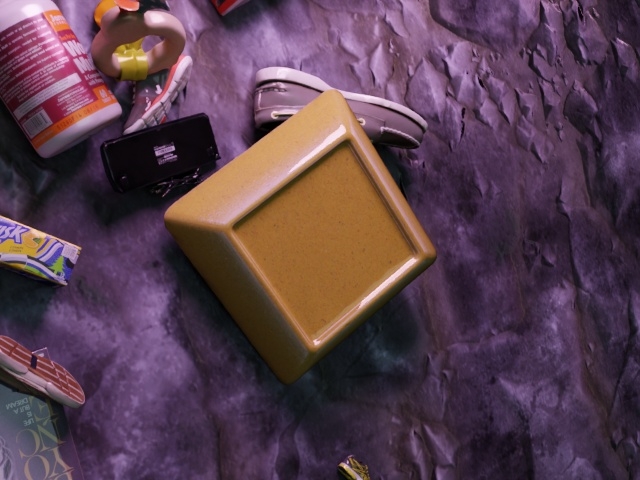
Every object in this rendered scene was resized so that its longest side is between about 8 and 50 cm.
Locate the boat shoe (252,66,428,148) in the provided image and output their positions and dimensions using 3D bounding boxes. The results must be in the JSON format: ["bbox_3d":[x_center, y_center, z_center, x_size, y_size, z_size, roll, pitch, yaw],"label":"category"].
[{"bbox_3d":[0.033,-0.187,1.200,0.305,0.109,0.091,13,77,-25],"label":"boat shoe"}]

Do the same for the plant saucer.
[{"bbox_3d":[0.000,0.000,1.102,0.332,0.081,0.333,-39,110,-16],"label":"plant saucer"}]

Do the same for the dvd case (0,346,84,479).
[{"bbox_3d":[-0.385,0.261,0.913,0.164,0.018,0.221,-16,92,-34],"label":"dvd case"}]

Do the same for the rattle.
[{"bbox_3d":[-0.244,-0.300,0.957,0.130,0.200,0.143,-5,75,-2],"label":"rattle"}]

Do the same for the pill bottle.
[{"bbox_3d":[-0.357,-0.224,0.940,0.121,0.121,0.221,-38,104,-31],"label":"pill bottle"}]

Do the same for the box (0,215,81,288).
[{"bbox_3d":[-0.388,0.004,0.923,0.169,0.059,0.054,26,71,-27],"label":"box"}]

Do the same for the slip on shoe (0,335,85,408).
[{"bbox_3d":[-0.351,0.169,0.917,0.041,0.051,0.135,-44,119,10],"label":"slip on shoe"}]

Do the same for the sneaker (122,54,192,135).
[{"bbox_3d":[-0.243,-0.206,1.062,0.065,0.061,0.158,28,66,2],"label":"sneaker"}]

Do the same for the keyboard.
[{"bbox_3d":[-0.225,-0.112,1.057,0.192,0.038,0.100,-27,108,-44],"label":"keyboard"}]

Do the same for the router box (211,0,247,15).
[{"bbox_3d":[-0.102,-0.561,1.177,0.335,0.082,0.301,-40,105,-30],"label":"router box"}]

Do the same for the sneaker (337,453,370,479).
[{"bbox_3d":[0.065,0.368,1.181,0.083,0.031,0.035,47,61,-19],"label":"sneaker"}]
